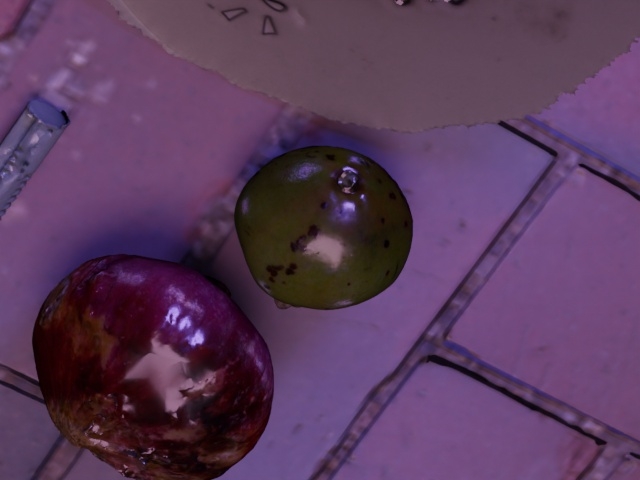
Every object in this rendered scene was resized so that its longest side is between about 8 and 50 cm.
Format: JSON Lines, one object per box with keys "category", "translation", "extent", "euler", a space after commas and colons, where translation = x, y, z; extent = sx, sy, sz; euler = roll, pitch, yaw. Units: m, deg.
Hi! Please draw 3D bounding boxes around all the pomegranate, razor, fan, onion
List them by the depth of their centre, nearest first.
{"category": "fan", "translation": [0.093, -0.128, 0.639], "extent": [0.414, 0.012, 0.233], "euler": [-7, 140, 25]}
{"category": "pomegranate", "translation": [0.004, -0.002, 0.763], "extent": [0.073, 0.073, 0.084], "euler": [-18, 155, 7]}
{"category": "onion", "translation": [-0.068, 0.051, 0.775], "extent": [0.107, 0.097, 0.107], "euler": [17, 135, 18]}
{"category": "razor", "translation": [-0.170, 0.023, 0.787], "extent": [0.084, 0.036, 0.211], "euler": [39, 107, -1]}
